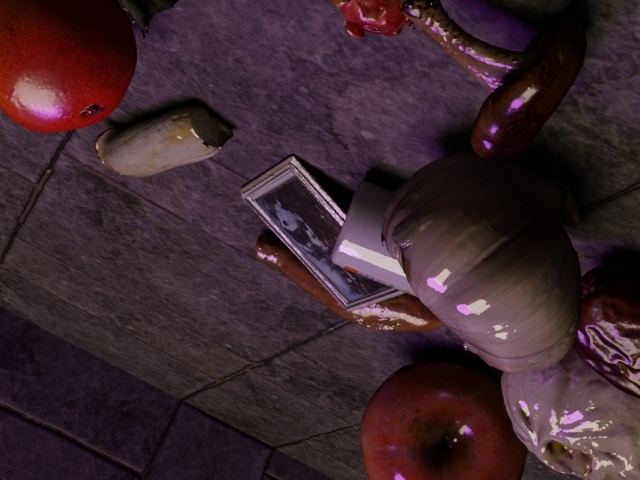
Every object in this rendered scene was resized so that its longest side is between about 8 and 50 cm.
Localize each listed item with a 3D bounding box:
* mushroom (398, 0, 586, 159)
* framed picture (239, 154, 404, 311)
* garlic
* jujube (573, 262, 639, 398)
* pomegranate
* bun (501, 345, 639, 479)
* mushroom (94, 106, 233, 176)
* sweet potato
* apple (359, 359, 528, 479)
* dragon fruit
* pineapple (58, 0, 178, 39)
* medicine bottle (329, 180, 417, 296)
[{"bbox_3d":[0.176,-0.209,1.404,0.217,0.148,0.227,35,149,6],"label":"mushroom"},{"bbox_3d":[0.000,0.000,2.066,0.296,0.019,0.232,48,153,-8],"label":"framed picture"},{"bbox_3d":[0.233,0.030,1.672,0.322,0.322,0.241,34,131,-23],"label":"garlic"},{"bbox_3d":[0.479,0.141,1.805,0.243,0.183,0.183,27,158,-7],"label":"jujube"},{"bbox_3d":[-0.374,-0.270,1.713,0.257,0.221,0.221,45,169,28],"label":"pomegranate"},{"bbox_3d":[0.483,0.315,2.143,0.365,0.219,0.365,23,162,8],"label":"bun"},{"bbox_3d":[-0.267,-0.156,2.033,0.100,0.081,0.312,32,156,-33],"label":"mushroom"},{"bbox_3d":[0.051,0.090,2.238,0.385,0.109,0.109,18,158,18],"label":"sweet potato"},{"bbox_3d":[0.241,0.396,2.470,0.338,0.338,0.305,24,178,0],"label":"apple"},{"bbox_3d":[0.062,-0.274,1.437,0.112,0.068,0.126,22,159,-1],"label":"dragon fruit"},{"bbox_3d":[-0.294,-0.366,1.547,0.277,0.130,0.119,33,128,-16],"label":"pineapple"},{"bbox_3d":[0.152,0.014,1.895,0.252,0.144,0.144,21,158,3],"label":"medicine bottle"}]
